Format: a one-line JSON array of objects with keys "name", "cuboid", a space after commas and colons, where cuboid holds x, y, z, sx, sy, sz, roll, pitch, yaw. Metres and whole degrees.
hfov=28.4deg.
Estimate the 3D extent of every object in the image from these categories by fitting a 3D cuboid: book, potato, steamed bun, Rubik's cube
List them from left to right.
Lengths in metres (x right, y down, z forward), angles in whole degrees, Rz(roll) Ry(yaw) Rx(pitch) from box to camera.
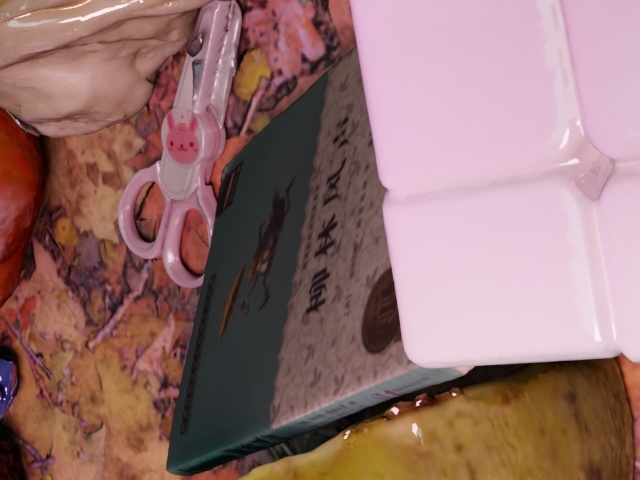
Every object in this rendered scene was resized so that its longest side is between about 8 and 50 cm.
[{"name": "steamed bun", "cuboid": [-0.229, -0.249, 0.939, 0.347, 0.238, 0.394, 35, 127, 49]}, {"name": "book", "cuboid": [0.000, 0.000, 0.808, 0.379, 0.031, 0.264, -34, 42, 57]}, {"name": "potato", "cuboid": [0.037, 0.223, 0.805, 0.330, 0.280, 0.212, -29, 76, 36]}, {"name": "Rubik's cube", "cuboid": [0.223, -0.126, 0.575, 0.316, 0.322, 0.318, -10, 89, 40]}]

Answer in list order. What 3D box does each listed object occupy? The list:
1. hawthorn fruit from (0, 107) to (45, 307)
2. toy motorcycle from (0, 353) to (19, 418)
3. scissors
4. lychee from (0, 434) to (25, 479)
[{"name": "hawthorn fruit", "cuboid": [-0.385, -0.034, 1.115, 0.284, 0.284, 0.284, 7, 101, 38]}, {"name": "toy motorcycle", "cuboid": [-0.359, 0.123, 1.217, 0.205, 0.114, 0.076, 21, 100, 39]}, {"name": "scissors", "cuboid": [-0.105, -0.083, 1.032, 0.118, 0.030, 0.242, 31, 118, 32]}, {"name": "lychee", "cuboid": [-0.368, 0.260, 1.197, 0.188, 0.188, 0.188, 7, 101, 38]}]
